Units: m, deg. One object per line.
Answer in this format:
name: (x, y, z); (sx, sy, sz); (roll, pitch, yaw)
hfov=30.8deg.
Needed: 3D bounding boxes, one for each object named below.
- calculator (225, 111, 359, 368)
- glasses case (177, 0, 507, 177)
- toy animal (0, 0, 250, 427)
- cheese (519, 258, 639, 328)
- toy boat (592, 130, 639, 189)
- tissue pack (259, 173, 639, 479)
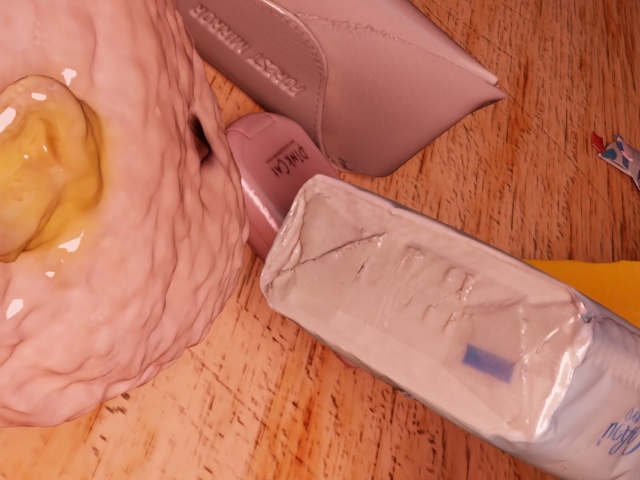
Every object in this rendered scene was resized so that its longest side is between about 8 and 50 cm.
calculator: (0.000, 0.000, 0.692); (0.175, 0.032, 0.100); (52, 31, -5)
glasses case: (-0.024, -0.142, 0.710); (0.308, 0.128, 0.083); (37, 59, -25)
toy animal: (-0.160, -0.066, 0.395); (0.358, 0.188, 0.226); (40, 28, -21)
cheese: (0.177, 0.065, 0.829); (0.171, 0.126, 0.093); (16, 51, -20)
toy boat: (0.342, -0.073, 1.235); (0.149, 0.034, 0.105); (36, 36, -5)
tissue pack: (0.110, 0.065, 0.613); (0.177, 0.089, 0.263); (27, 1, 40)
